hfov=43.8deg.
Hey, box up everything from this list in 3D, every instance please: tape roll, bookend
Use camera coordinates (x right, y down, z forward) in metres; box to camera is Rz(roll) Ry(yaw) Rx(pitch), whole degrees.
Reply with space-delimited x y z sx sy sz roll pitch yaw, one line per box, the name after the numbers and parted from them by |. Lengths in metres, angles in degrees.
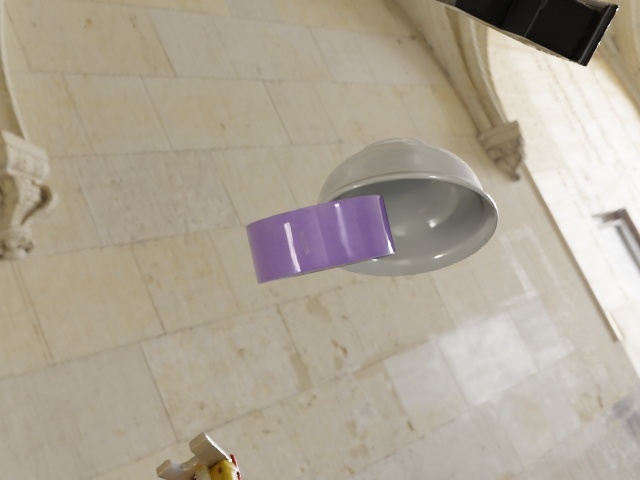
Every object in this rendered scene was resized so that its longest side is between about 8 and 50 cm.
0.000 0.000 1.053 0.188 0.080 0.189 -13 -2 0 | tape roll
0.218 -0.270 0.895 0.072 0.157 0.156 -65 18 16 | bookend

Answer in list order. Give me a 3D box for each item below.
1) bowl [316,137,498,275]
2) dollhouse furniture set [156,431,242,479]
0.124 -0.069 1.264 0.297 0.134 0.298 -2 -30 -1 | bowl
-0.118 0.424 0.837 0.201 0.374 0.152 -38 -51 8 | dollhouse furniture set
